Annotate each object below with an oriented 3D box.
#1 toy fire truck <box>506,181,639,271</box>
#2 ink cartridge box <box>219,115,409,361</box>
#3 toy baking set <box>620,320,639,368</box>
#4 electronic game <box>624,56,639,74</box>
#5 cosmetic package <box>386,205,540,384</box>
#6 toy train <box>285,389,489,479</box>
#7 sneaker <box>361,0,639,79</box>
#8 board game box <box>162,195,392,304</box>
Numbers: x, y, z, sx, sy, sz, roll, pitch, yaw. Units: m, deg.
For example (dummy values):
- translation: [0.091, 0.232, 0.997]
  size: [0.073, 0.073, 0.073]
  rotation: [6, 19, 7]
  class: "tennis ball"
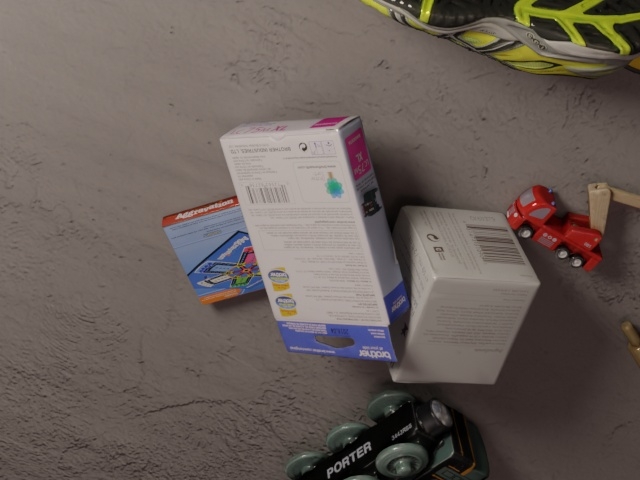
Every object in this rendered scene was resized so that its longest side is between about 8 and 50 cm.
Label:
- translation: [0.356, -0.030, 1.723]
  size: [0.192, 0.047, 0.135]
  rotation: [29, 121, -19]
  class: "toy fire truck"
- translation: [0.000, 0.000, 1.646]
  size: [0.186, 0.065, 0.311]
  rotation: [0, 114, 37]
  class: "ink cartridge box"
- translation: [0.547, 0.154, 1.872]
  size: [0.197, 0.030, 0.256]
  rotation: [-22, 124, 15]
  class: "toy baking set"
- translation: [0.421, -0.289, 1.528]
  size: [0.229, 0.048, 0.229]
  rotation: [0, 127, 1]
  class: "electronic game"
- translation: [0.168, 0.073, 1.720]
  size: [0.152, 0.151, 0.183]
  rotation: [4, 127, -19]
  class: "cosmetic package"
- translation: [0.091, 0.354, 1.963]
  size: [0.190, 0.142, 0.334]
  rotation: [33, 121, -33]
  class: "toy train"
- translation: [0.176, -0.261, 1.488]
  size: [0.385, 0.145, 0.147]
  rotation: [20, 160, 3]
  class: "sneaker"
- translation: [-0.053, -0.008, 1.752]
  size: [0.281, 0.027, 0.145]
  rotation: [-15, 124, 11]
  class: "board game box"
